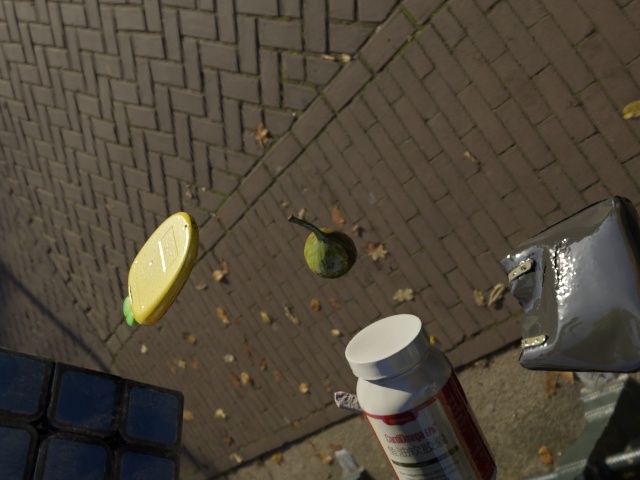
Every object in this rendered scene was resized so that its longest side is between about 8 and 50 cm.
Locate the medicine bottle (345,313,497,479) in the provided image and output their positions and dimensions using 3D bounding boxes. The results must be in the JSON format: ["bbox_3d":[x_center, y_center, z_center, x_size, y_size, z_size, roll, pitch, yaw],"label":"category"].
[{"bbox_3d":[0.131,0.229,0.878,0.131,0.131,0.250,-12,112,40],"label":"medicine bottle"}]

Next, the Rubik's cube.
[{"bbox_3d":[-0.391,0.365,0.920,0.304,0.305,0.301,-44,36,38],"label":"Rubik's cube"}]

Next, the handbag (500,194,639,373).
[{"bbox_3d":[0.509,0.107,1.324,0.288,0.152,0.342,-21,55,33],"label":"handbag"}]

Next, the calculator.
[{"bbox_3d":[-0.264,0.053,1.090,0.235,0.032,0.146,-48,43,26],"label":"calculator"}]

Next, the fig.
[{"bbox_3d":[0.000,0.000,1.765,0.149,0.149,0.245,9,153,35],"label":"fig"}]

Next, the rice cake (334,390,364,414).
[{"bbox_3d":[0.121,0.321,1.257,0.207,0.036,0.047,13,152,17],"label":"rice cake"}]
